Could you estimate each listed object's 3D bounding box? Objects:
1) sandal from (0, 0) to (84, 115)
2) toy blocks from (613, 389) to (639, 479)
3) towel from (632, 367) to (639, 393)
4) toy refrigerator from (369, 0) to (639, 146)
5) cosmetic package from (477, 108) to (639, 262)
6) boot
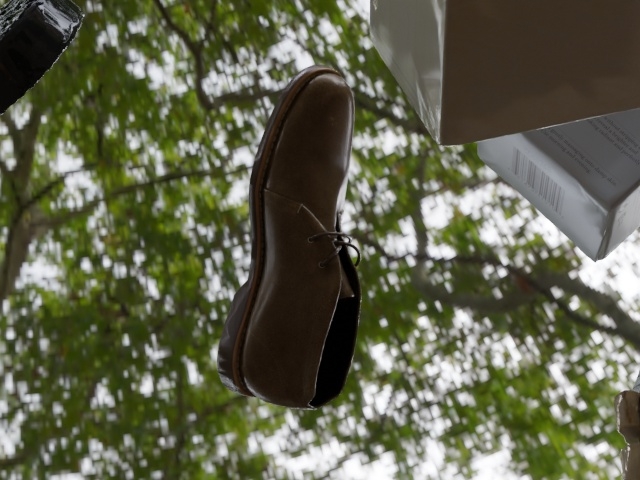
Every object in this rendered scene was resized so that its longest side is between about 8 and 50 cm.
[{"bbox_3d":[-0.326,-0.043,1.136,0.446,0.167,0.107,-26,-62,38],"label":"sandal"},{"bbox_3d":[0.134,0.237,0.507,0.289,0.309,0.260,-11,-39,13],"label":"toy blocks"},{"bbox_3d":[0.375,-0.028,1.121,0.056,0.324,0.312,34,-26,-5],"label":"towel"},{"bbox_3d":[0.158,-0.127,0.574,0.270,0.094,0.102,-13,-49,-12],"label":"toy refrigerator"},{"bbox_3d":[0.391,-0.190,1.720,0.385,0.217,0.156,-39,-22,-14],"label":"cosmetic package"},{"bbox_3d":[0.000,0.000,1.278,0.112,0.115,0.305,6,-83,-46],"label":"boot"}]
